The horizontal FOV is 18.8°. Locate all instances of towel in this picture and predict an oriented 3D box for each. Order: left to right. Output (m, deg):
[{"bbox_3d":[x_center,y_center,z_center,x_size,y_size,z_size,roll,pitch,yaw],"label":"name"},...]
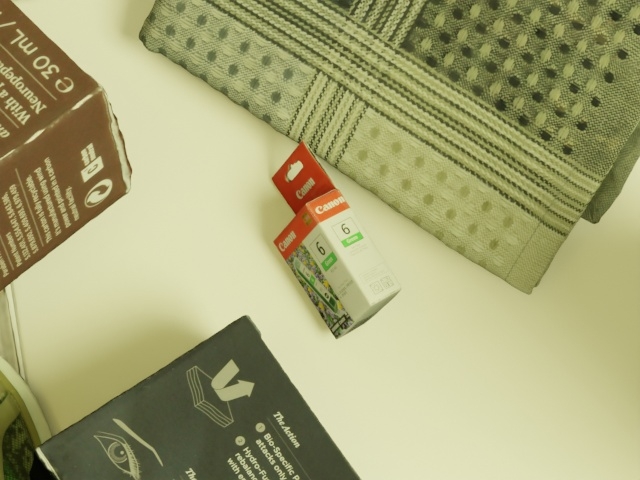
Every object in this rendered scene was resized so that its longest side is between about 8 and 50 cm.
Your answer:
[{"bbox_3d":[0.082,-0.169,1.193,0.324,0.056,0.312,35,110,14],"label":"towel"}]

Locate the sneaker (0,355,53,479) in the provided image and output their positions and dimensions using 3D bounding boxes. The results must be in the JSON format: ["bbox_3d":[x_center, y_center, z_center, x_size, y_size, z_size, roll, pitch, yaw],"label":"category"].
[{"bbox_3d":[-0.230,0.201,1.184,0.158,0.182,0.410,-30,81,5],"label":"sneaker"}]

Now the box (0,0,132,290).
[{"bbox_3d":[-0.324,-0.009,1.164,0.381,0.143,0.191,-40,68,-16],"label":"box"}]

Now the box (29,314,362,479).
[{"bbox_3d":[-0.070,0.158,1.184,0.158,0.093,0.156,-32,81,-19],"label":"box"}]

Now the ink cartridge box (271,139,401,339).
[{"bbox_3d":[0.000,0.000,1.226,0.029,0.063,0.115,-28,80,-31],"label":"ink cartridge box"}]
